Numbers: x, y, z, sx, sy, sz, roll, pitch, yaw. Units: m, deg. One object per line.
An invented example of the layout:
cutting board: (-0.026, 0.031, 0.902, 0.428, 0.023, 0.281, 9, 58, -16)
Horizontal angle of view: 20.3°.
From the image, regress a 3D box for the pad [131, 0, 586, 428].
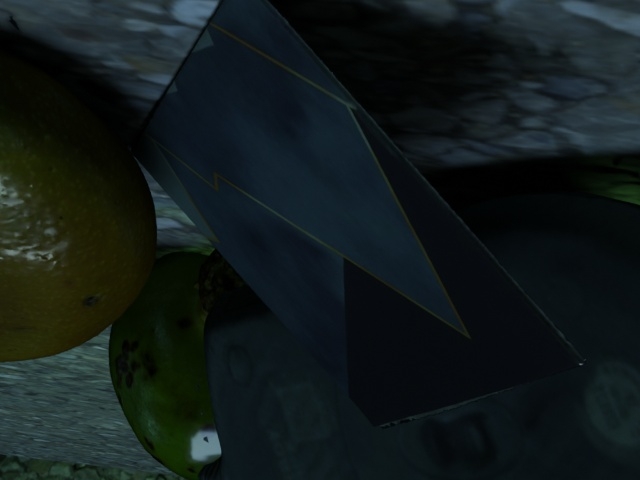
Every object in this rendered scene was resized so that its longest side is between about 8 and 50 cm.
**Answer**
pad: (0.000, 0.000, 0.655, 0.163, 0.004, 0.243, 48, 163, -1)

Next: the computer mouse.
computer mouse: (0.076, 0.080, 0.799, 0.122, 0.188, 0.371, -16, 179, -43)

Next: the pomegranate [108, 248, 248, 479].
pomegranate: (-0.053, 0.073, 0.986, 0.143, 0.122, 0.169, 36, 175, 11)

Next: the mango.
mango: (-0.133, -0.012, 0.721, 0.136, 0.099, 0.227, 12, 159, -3)
